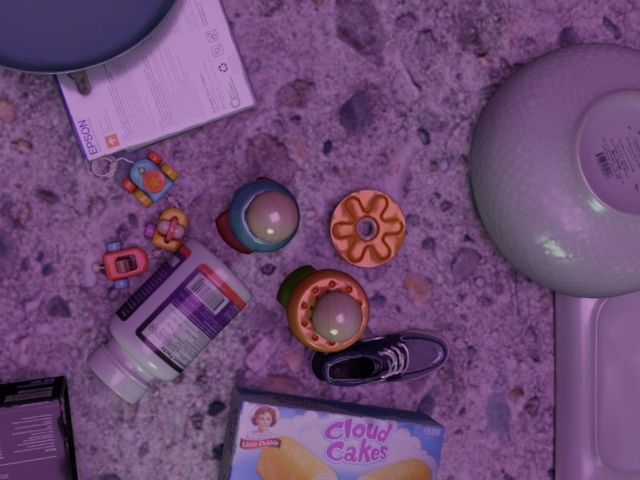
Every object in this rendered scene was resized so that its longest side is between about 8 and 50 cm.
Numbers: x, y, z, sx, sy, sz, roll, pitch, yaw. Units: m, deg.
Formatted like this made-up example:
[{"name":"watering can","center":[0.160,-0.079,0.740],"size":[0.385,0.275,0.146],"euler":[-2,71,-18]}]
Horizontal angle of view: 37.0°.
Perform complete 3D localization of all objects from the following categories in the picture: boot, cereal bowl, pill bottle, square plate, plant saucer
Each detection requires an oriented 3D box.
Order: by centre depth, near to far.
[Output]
[{"name":"plant saucer","center":[-0.307,-0.333,1.102],"size":[0.318,0.043,0.317],"euler":[1,78,-5]},{"name":"pill bottle","center":[-0.183,0.099,1.148],"size":[0.193,0.108,0.108],"euler":[-46,101,-7]},{"name":"boot","center":[0.085,0.157,1.221],"size":[0.190,0.086,0.069],"euler":[-8,94,-12]},{"name":"cereal bowl","center":[0.372,-0.097,1.227],"size":[0.339,0.141,0.339],"euler":[1,84,-11]},{"name":"square plate","center":[0.494,0.190,1.334],"size":[0.347,0.049,0.344],"euler":[-1,92,-12]}]

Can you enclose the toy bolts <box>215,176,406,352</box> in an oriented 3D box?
[{"name":"toy bolts","center":[0.000,0.000,1.159],"size":[0.228,0.158,0.218],"euler":[42,83,-11]}]

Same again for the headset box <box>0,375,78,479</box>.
[{"name":"headset box","center":[-0.399,0.320,1.097],"size":[0.246,0.131,0.283],"euler":[-7,94,-13]}]

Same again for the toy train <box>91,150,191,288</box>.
[{"name":"toy train","center":[-0.223,-0.027,1.166],"size":[0.125,0.046,0.166],"euler":[-8,94,-13]}]

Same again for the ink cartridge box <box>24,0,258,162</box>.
[{"name":"ink cartridge box","center":[-0.216,-0.230,1.160],"size":[0.224,0.045,0.223],"euler":[-20,95,-10]}]

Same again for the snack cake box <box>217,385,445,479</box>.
[{"name":"snack cake box","center":[0.010,0.282,1.209],"size":[0.264,0.089,0.152],"euler":[9,91,-13]}]
